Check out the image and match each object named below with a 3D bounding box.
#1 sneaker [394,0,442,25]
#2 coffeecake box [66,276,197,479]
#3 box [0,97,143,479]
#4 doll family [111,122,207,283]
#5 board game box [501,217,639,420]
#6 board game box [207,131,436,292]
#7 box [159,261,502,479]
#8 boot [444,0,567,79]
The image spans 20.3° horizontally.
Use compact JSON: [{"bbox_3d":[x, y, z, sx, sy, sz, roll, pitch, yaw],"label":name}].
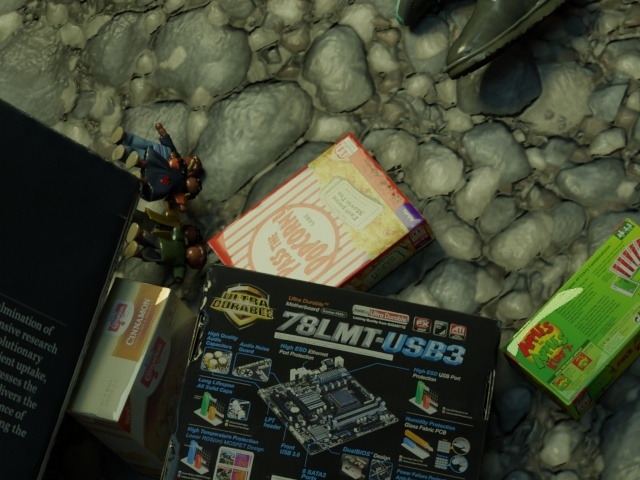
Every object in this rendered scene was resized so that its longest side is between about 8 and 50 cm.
[{"bbox_3d":[0.150,-0.294,1.958,0.076,0.065,0.166,40,87,24],"label":"sneaker"},{"bbox_3d":[-0.164,0.142,1.765,0.068,0.185,0.142,11,68,25],"label":"coffeecake box"},{"bbox_3d":[-0.484,0.099,1.737,0.480,0.297,0.472,0,65,46],"label":"box"},{"bbox_3d":[-0.167,-0.043,1.917,0.076,0.111,0.193,-19,65,50],"label":"doll family"},{"bbox_3d":[0.272,0.075,1.721,0.181,0.043,0.092,-45,57,-7],"label":"board game box"},{"bbox_3d":[0.000,0.000,1.863,0.193,0.045,0.147,-38,57,-2],"label":"board game box"},{"bbox_3d":[0.006,0.188,1.683,0.295,0.073,0.293,11,64,-1],"label":"box"},{"bbox_3d":[0.151,-0.298,1.899,0.189,0.076,0.208,-39,91,-17],"label":"boot"}]
